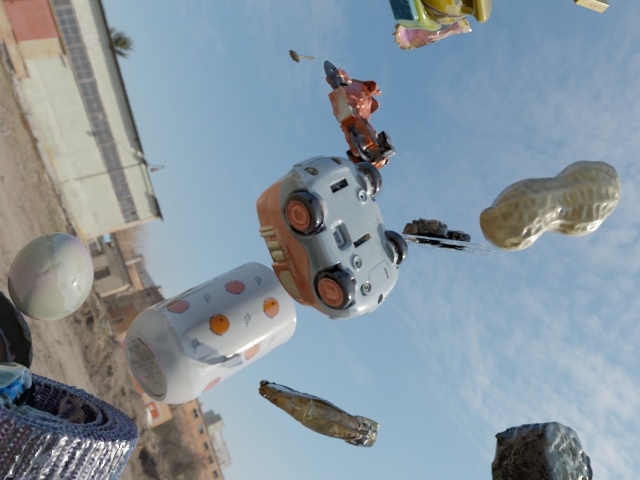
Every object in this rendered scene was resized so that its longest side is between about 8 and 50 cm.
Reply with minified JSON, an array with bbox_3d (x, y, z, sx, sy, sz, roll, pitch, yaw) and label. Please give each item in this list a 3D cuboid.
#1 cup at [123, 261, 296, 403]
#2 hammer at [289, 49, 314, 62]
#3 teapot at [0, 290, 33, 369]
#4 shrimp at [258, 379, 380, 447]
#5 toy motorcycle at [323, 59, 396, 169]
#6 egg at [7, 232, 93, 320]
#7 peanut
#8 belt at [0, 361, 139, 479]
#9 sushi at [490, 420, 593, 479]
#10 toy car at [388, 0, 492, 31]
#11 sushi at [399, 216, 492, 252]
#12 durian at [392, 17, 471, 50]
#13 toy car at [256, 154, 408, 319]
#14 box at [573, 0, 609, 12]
[{"bbox_3d":[-0.235,0.193,0.974,0.212,0.317,0.212,16,-64,36],"label":"cup"},{"bbox_3d":[-0.034,-0.374,0.925,0.014,0.123,0.029,-34,-84,25],"label":"hammer"},{"bbox_3d":[-0.697,0.205,0.761,0.305,0.362,0.376,46,16,-49],"label":"teapot"},{"bbox_3d":[-0.009,0.330,0.885,0.058,0.253,0.173,-65,-162,-10],"label":"shrimp"},{"bbox_3d":[0.105,-0.330,1.245,0.148,0.221,0.325,-26,-108,28],"label":"toy motorcycle"},{"bbox_3d":[-0.378,0.052,0.640,0.103,0.103,0.135,47,-58,40],"label":"egg"},{"bbox_3d":[0.430,-0.061,0.850,0.120,0.299,0.136,97,-27,-63],"label":"peanut"},{"bbox_3d":[-0.358,0.226,0.541,0.260,0.122,0.325,31,-19,-20],"label":"belt"},{"bbox_3d":[0.336,0.393,0.681,0.127,0.124,0.224,-38,-141,44],"label":"sushi"},{"bbox_3d":[0.171,-0.357,0.506,0.142,0.247,0.200,21,-12,33],"label":"toy car"},{"bbox_3d":[0.357,-0.011,1.280,0.294,0.293,0.059,50,48,-82],"label":"sushi"},{"bbox_3d":[0.312,-0.622,1.285,0.183,0.165,0.132,6,-66,44],"label":"durian"},{"bbox_3d":[0.000,0.000,0.777,0.213,0.181,0.270,-13,-77,47],"label":"toy car"},{"bbox_3d":[0.517,-0.531,0.916,0.023,0.087,0.155,-41,-125,52],"label":"box"}]
